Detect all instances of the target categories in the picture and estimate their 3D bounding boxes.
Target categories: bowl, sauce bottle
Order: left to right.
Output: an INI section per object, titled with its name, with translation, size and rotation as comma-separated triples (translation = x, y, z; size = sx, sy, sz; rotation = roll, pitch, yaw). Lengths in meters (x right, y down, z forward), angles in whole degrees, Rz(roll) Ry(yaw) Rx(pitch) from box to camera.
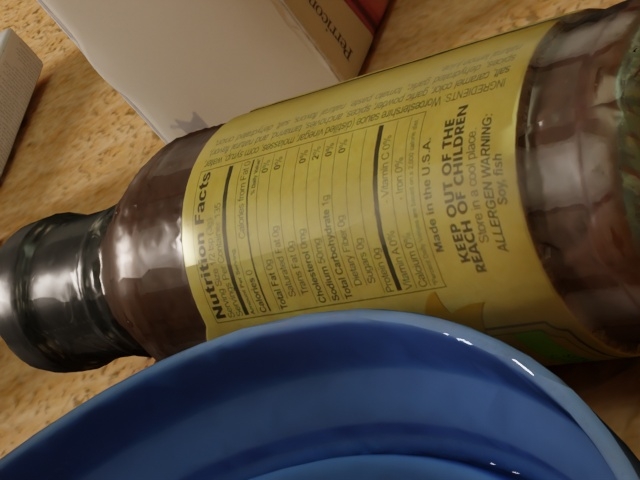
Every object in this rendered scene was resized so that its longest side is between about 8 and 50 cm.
[bowl]
translation = -0.061, 0.189, 0.397
size = 0.391, 0.077, 0.391
rotation = -31, 29, 19
[sauce bottle]
translation = 0.000, 0.000, 0.560
size = 0.344, 0.111, 0.111
rotation = -11, 40, 46

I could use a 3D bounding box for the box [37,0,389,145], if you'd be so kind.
[box]
translation = -0.039, -0.184, 0.838
size = 0.127, 0.148, 0.232
rotation = -18, 36, 36

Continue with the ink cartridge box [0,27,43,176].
[ink cartridge box]
translation = -0.309, -0.028, 1.071
size = 0.223, 0.045, 0.224
rotation = -27, 31, 27
